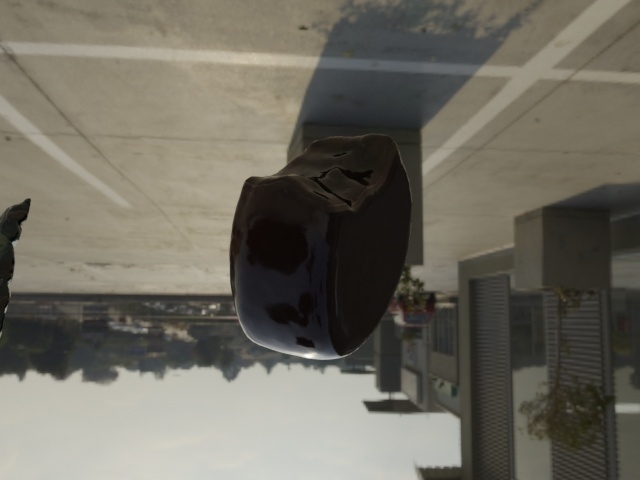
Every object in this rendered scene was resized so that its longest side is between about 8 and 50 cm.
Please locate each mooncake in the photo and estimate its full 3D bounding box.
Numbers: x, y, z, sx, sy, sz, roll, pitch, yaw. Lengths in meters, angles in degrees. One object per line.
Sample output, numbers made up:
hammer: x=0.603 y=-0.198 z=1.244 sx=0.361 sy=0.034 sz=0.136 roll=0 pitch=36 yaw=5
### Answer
mooncake: x=0.000 y=0.000 z=0.925 sx=0.174 sy=0.326 sz=0.334 roll=12 pitch=153 yaw=27

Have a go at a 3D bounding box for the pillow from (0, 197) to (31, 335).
pillow: x=-0.330 y=0.100 z=0.611 sx=0.034 sy=0.255 sz=0.189 roll=27 pitch=133 yaw=-34
